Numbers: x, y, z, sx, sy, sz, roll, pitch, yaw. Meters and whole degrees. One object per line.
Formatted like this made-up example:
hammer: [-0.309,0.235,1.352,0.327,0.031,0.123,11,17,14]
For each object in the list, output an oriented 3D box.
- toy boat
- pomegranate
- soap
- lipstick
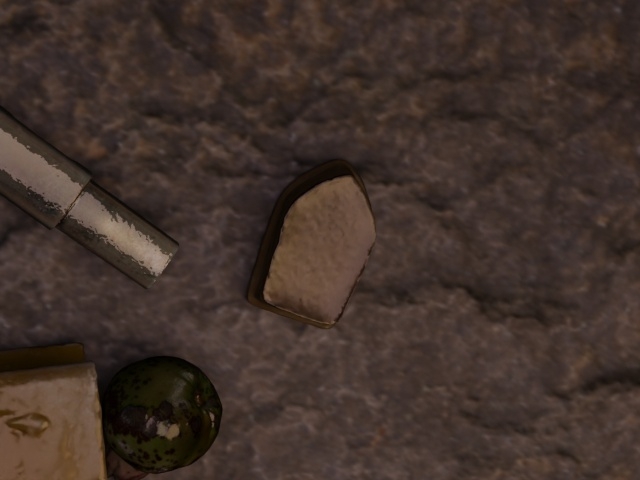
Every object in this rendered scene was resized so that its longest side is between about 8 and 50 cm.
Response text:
toy boat: [0.000,0.000,1.863,0.116,0.061,0.188,20,90,-11]
pomegranate: [-0.174,0.206,1.813,0.125,0.138,0.163,19,112,17]
soap: [-0.369,0.252,1.775,0.281,0.143,0.259,-8,98,-16]
lipstick: [-0.271,-0.044,1.797,0.253,0.079,0.077,37,87,-11]
